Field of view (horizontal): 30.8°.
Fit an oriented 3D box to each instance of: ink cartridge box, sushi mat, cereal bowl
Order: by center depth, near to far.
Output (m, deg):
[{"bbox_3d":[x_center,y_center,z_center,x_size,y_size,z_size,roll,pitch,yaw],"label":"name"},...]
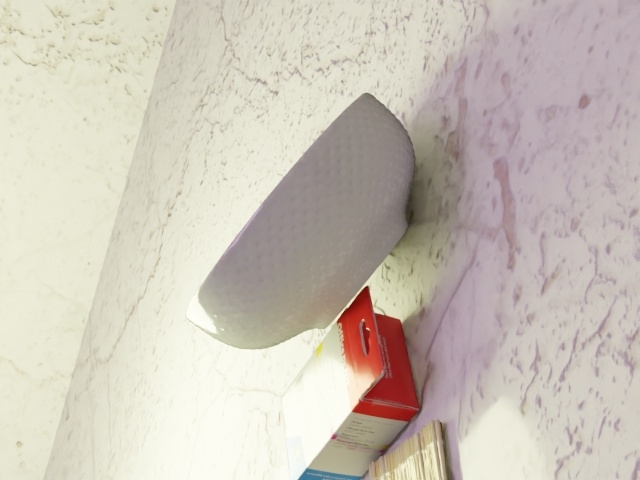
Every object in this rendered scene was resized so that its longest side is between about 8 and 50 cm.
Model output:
[{"bbox_3d":[0.099,0.353,1.188,0.151,0.019,0.317,-48,36,46],"label":"sushi mat"},{"bbox_3d":[0.039,0.175,1.341,0.231,0.078,0.134,-56,30,38],"label":"ink cartridge box"},{"bbox_3d":[0.000,0.000,1.361,0.339,0.141,0.339,-50,0,0],"label":"cereal bowl"}]
